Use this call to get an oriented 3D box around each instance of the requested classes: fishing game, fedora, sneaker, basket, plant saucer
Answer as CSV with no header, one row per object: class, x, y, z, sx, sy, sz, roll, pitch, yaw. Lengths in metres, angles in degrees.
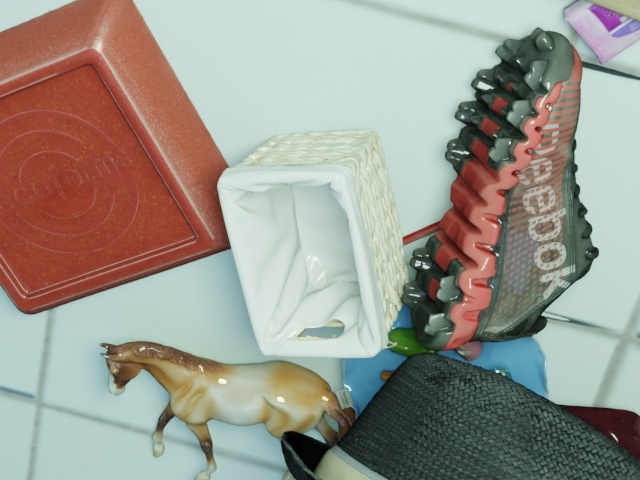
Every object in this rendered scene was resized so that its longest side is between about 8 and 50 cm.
fishing game,0.102,0.122,1.358,0.189,0.041,0.264,-23,99,24
fedora,0.138,0.189,1.238,0.334,0.334,0.152,28,88,-8
sneaker,0.165,-0.034,1.248,0.135,0.097,0.276,8,113,-20
basket,0.000,0.000,1.279,0.113,0.103,0.167,-1,117,23
plant saucer,-0.218,-0.056,1.332,0.258,0.047,0.259,-18,117,21

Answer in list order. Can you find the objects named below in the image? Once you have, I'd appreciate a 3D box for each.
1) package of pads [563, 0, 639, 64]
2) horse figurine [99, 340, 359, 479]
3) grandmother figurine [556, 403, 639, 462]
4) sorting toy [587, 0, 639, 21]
package of pads,0.229,-0.175,1.177,0.083,0.032,0.050,-34,111,28
horse figurine,-0.066,0.162,1.440,0.263,0.066,0.174,8,130,8
grandmother figurine,0.249,0.222,1.401,0.208,0.104,0.342,37,125,-24
sorting toy,0.299,-0.262,1.051,0.229,0.041,0.307,23,127,0
